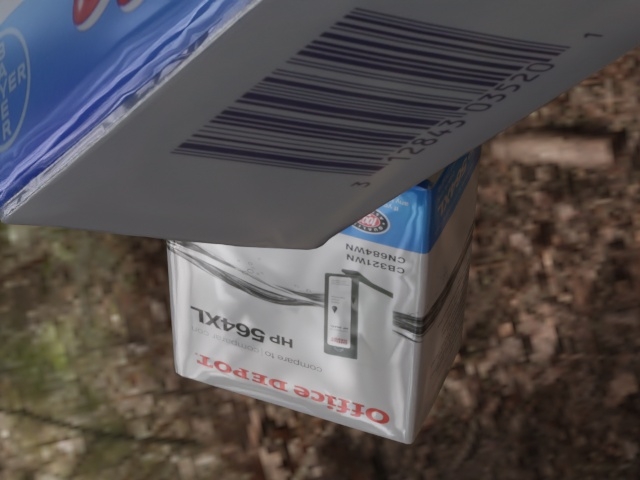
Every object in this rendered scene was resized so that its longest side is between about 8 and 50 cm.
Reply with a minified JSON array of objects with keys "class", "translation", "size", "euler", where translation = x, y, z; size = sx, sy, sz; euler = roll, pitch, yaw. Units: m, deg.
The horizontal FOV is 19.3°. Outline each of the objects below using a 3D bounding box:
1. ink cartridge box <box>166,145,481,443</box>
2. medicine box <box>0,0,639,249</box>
[{"class":"ink cartridge box","translation":[0.000,0.000,1.000],"size":[0.148,0.086,0.203],"euler":[16,137,14]},{"class":"medicine box","translation":[-0.006,-0.176,0.634],"size":[0.263,0.149,0.289],"euler":[-33,59,50]}]
